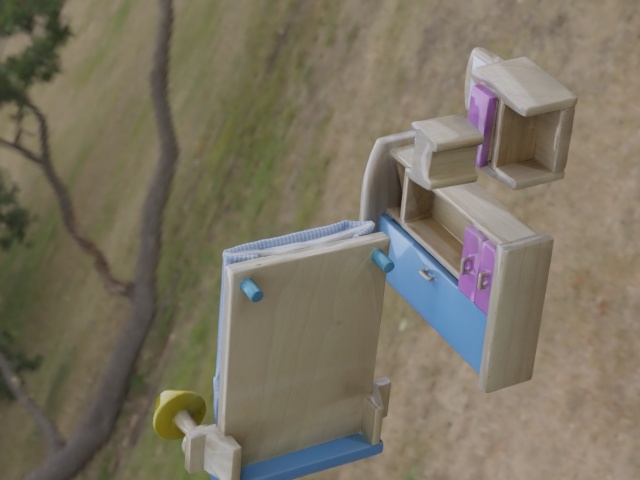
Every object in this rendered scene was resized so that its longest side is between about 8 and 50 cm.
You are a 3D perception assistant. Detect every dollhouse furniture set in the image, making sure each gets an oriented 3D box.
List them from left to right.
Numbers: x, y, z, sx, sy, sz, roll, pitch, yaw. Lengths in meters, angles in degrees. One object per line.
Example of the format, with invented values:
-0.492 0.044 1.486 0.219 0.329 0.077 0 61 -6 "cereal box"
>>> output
0.000 0.000 1.063 0.198 0.303 0.286 45 140 47 "dollhouse furniture set"
